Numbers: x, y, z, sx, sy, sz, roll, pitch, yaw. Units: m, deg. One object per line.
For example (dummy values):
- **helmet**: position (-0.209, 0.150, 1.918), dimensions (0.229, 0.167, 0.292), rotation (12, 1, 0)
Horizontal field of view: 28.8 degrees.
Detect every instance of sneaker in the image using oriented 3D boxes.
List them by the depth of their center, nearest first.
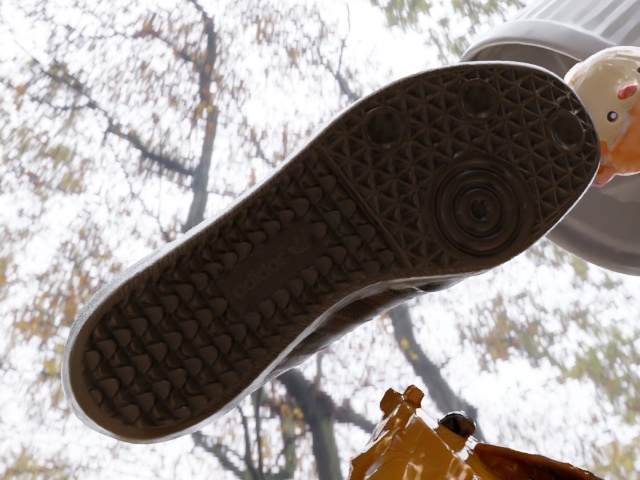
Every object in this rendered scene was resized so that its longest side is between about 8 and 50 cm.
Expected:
- **sneaker**: position (0.000, 0.000, 0.401), dimensions (0.188, 0.071, 0.066), rotation (-28, -90, -17)

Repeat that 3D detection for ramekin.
- **ramekin**: position (0.202, -0.085, 0.845), dimensions (0.109, 0.207, 0.207), rotation (-45, -70, -22)

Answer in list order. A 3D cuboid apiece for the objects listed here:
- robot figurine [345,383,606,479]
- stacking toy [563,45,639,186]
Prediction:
- **robot figurine**: position (0.043, 0.143, 0.235), dimensions (0.085, 0.291, 0.211), rotation (33, -87, -22)
- **stacking toy**: position (0.216, 0.004, 0.446), dimensions (0.301, 0.166, 0.175), rotation (33, -91, 24)
